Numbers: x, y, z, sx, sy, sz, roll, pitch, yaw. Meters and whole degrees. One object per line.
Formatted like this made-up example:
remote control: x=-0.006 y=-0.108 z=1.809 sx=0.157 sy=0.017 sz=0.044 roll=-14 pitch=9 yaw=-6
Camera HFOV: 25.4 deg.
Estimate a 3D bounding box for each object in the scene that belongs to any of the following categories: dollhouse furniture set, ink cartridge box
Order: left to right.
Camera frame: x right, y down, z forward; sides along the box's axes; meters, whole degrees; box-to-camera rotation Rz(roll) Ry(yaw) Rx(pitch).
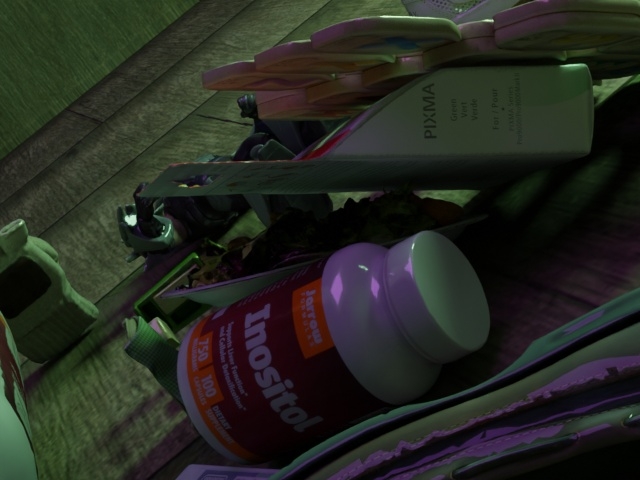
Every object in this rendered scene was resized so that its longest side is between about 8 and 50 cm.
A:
dollhouse furniture set: x=-0.084 y=0.059 z=0.922 sx=0.058 sy=0.076 sz=0.151 roll=-38 pitch=16 yaw=1
ink cartridge box: x=0.016 y=-0.058 z=0.805 sx=0.225 sy=0.056 sz=0.181 roll=0 pitch=-4 yaw=-13

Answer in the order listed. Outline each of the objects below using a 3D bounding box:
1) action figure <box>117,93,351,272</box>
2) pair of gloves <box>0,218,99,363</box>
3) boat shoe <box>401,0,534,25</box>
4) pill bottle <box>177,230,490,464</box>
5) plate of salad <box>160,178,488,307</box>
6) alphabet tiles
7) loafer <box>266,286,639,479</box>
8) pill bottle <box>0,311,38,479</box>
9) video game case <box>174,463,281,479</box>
action figure: x=-0.073 y=-0.056 z=1.178 sx=0.185 sy=0.099 sz=0.285 roll=-52 pitch=18 yaw=-26
pair of gloves: x=-0.302 y=0.093 z=1.151 sx=0.240 sy=0.204 sz=0.042 roll=-37 pitch=58 yaw=-9
boat shoe: x=0.186 y=-0.268 z=1.202 sx=0.277 sy=0.096 sz=0.098 roll=-33 pitch=16 yaw=15
pill bottle: x=0.006 y=0.053 z=0.730 sx=0.152 sy=0.086 sz=0.086 roll=-28 pitch=19 yaw=31
plate of salad: x=0.000 y=0.000 z=0.843 sx=0.200 sy=0.048 sz=0.200 roll=-14 pitch=2 yaw=0
alphabet tiles: x=0.089 y=-0.098 z=0.814 sx=0.278 sy=0.021 sz=0.284 roll=-4 pitch=-3 yaw=-34
loafer: x=0.053 y=0.105 z=0.493 sx=0.267 sy=0.096 sz=0.084 roll=-34 pitch=22 yaw=4
pill bottle: x=-0.292 y=0.139 z=0.883 sx=0.224 sy=0.224 sz=0.392 roll=-39 pitch=16 yaw=-5
video game case: x=-0.070 y=0.178 z=0.666 sx=0.183 sy=0.023 sz=0.201 roll=-47 pitch=19 yaw=-28
